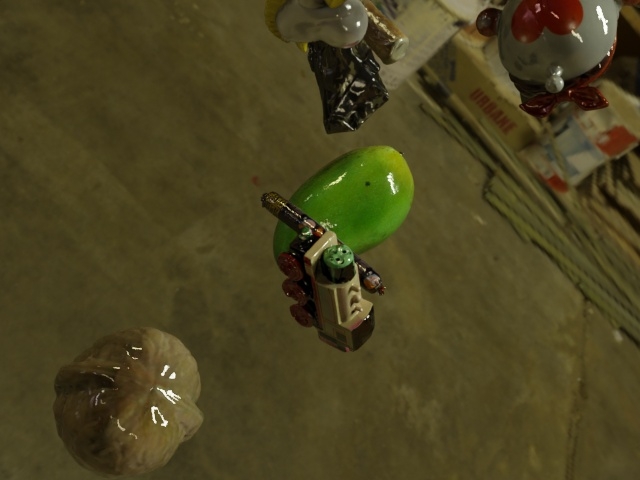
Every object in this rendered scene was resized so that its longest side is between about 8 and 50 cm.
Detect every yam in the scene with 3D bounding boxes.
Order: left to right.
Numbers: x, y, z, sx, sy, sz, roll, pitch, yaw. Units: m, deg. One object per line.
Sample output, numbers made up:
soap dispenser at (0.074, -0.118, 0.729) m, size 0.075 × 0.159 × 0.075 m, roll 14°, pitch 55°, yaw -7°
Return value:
yam at (0.047, -0.466, 1.568) m, size 0.081 × 0.081 × 0.356 m, roll -8°, pitch 50°, yaw -50°

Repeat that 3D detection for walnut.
walnut at (-0.307, 0.262, 1.298) m, size 0.248 × 0.248 × 0.248 m, roll 28°, pitch 42°, yaw -29°

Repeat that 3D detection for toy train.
toy train at (0.008, 0.048, 0.792) m, size 0.087 × 0.138 × 0.050 m, roll 22°, pitch 52°, yaw 30°

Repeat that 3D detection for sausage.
sausage at (0.000, 0.000, 0.896) m, size 0.028 × 0.025 × 0.198 m, roll -40°, pitch 60°, yaw -20°

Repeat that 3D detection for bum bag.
bum bag at (0.028, -0.283, 1.183) m, size 0.102 × 0.069 × 0.248 m, roll -15°, pitch 92°, yaw -20°

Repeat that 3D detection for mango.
mango at (0.048, -0.058, 1.757) m, size 0.382 × 0.225 × 0.201 m, roll -40°, pitch 57°, yaw -19°

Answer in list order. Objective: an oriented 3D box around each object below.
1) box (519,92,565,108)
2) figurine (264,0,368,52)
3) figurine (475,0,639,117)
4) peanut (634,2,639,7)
box at (0.330, -0.259, 1.196) m, size 0.031 × 0.091 × 0.126 m, roll -17°, pitch 99°, yaw -20°
figurine at (-0.004, -0.288, 0.952) m, size 0.130 × 0.178 × 0.109 m, roll 9°, pitch 64°, yaw 2°
figurine at (0.256, -0.245, 0.858) m, size 0.160 × 0.183 × 0.226 m, roll 17°, pitch 65°, yaw -81°
peanut at (0.428, -0.392, 1.020) m, size 0.233 × 0.197 × 0.110 m, roll 21°, pitch 51°, yaw -23°
